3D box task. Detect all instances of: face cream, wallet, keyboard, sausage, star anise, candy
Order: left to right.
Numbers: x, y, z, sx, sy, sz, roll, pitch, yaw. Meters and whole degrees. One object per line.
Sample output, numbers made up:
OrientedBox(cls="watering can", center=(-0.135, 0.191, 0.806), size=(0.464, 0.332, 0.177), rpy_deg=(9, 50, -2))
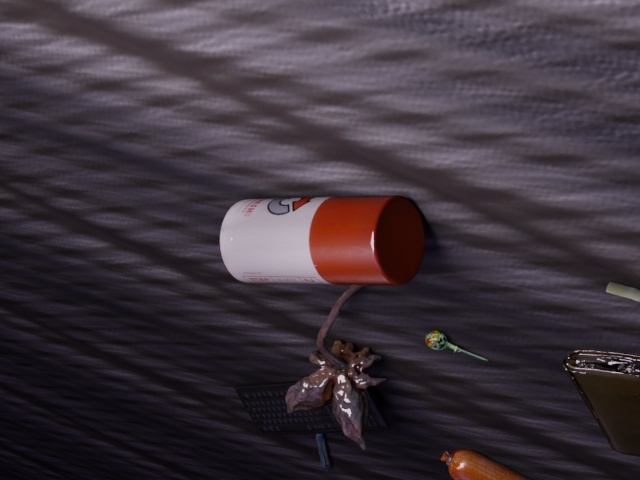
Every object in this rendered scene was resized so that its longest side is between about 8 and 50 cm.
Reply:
OrientedBox(cls="keyboard", center=(-0.052, 0.249, 1.781), size=(0.381, 0.041, 0.103), rpy_deg=(-8, 115, 51))
OrientedBox(cls="face cream", center=(0.000, 0.000, 1.277), size=(0.214, 0.096, 0.096), rpy_deg=(0, 142, 39))
OrientedBox(cls="star anise", center=(0.025, 0.147, 1.464), size=(0.218, 0.148, 0.227), rpy_deg=(-28, 147, 6))
OrientedBox(cls="candy", center=(0.166, 0.133, 1.442), size=(0.083, 0.025, 0.023), rpy_deg=(23, -165, -11))
OrientedBox(cls="sausage", center=(0.326, 0.385, 1.689), size=(0.348, 0.053, 0.053), rpy_deg=(28, 151, -3))
OrientedBox(cls="wallet", center=(0.361, 0.194, 1.369), size=(0.110, 0.031, 0.198), rpy_deg=(3, 144, 35))

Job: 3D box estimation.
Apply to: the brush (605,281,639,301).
OrientedBox(cls="brush", center=(0.328, 0.057, 1.184), size=(0.084, 0.016, 0.013), rpy_deg=(17, 137, 16))

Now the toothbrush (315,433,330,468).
OrientedBox(cls="toothbrush", center=(-0.003, 0.315, 1.878), size=(0.019, 0.016, 0.219), rpy_deg=(18, 150, 18))
